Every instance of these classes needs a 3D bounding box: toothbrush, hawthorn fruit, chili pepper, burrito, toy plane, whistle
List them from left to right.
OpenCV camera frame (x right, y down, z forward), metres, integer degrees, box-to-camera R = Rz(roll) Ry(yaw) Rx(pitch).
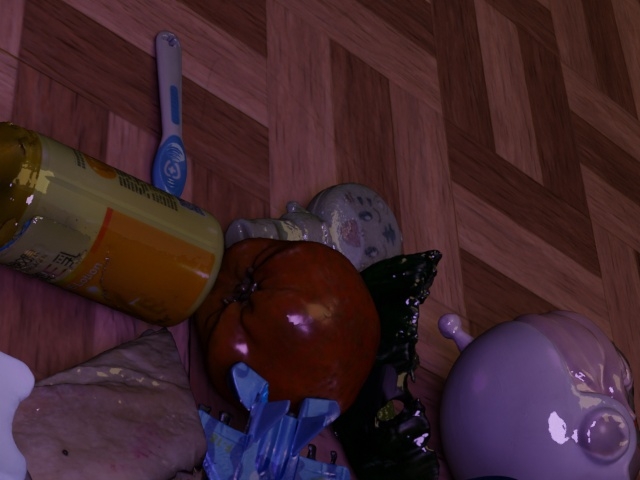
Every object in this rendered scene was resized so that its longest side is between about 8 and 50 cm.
[{"bbox_3d":[-0.183,0.173,1.145,0.175,0.107,0.348,47,27,14],"label":"burrito"},{"bbox_3d":[-0.154,-0.075,1.473,0.040,0.040,0.386,30,37,-35],"label":"toothbrush"},{"bbox_3d":[-0.062,0.237,1.253,0.169,0.078,0.246,24,80,-26],"label":"toy plane"},{"bbox_3d":[-0.030,0.088,1.376,0.189,0.189,0.189,32,41,-33],"label":"hawthorn fruit"},{"bbox_3d":[0.000,0.000,1.578,0.258,0.067,0.126,-1,77,-48],"label":"whistle"},{"bbox_3d":[0.059,0.139,1.470,0.116,0.148,0.264,22,51,-43],"label":"chili pepper"}]

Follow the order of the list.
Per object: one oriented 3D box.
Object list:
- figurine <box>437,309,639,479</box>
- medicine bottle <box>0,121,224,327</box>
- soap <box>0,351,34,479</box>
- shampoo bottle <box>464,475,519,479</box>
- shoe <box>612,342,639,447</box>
[{"bbox_3d":[0.237,0.241,1.530,0.211,0.253,0.361,17,56,-24],"label":"figurine"},{"bbox_3d":[-0.207,-0.012,1.265,0.239,0.124,0.124,24,45,-36],"label":"medicine bottle"},{"bbox_3d":[-0.315,0.132,0.873,0.160,0.265,0.087,30,42,-35],"label":"soap"},{"bbox_3d":[0.136,0.423,1.158,0.342,0.331,0.331,52,33,-9],"label":"shampoo bottle"},{"bbox_3d":[0.354,0.202,1.863,0.077,0.074,0.194,20,50,-36],"label":"shoe"}]
